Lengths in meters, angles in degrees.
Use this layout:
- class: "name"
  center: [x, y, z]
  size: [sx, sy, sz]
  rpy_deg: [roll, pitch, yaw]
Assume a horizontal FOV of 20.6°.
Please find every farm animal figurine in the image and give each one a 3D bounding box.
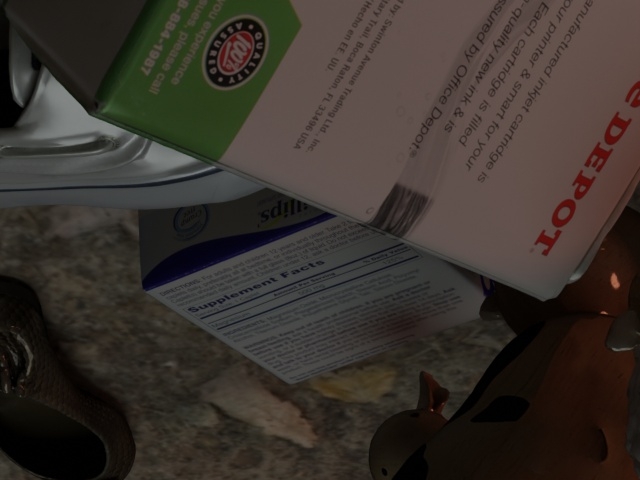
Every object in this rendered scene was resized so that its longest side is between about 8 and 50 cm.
- class: "farm animal figurine"
  center: [0.110, 0.078, 0.772]
  size: [0.172, 0.327, 0.330]
  rpy_deg: [37, 124, 4]

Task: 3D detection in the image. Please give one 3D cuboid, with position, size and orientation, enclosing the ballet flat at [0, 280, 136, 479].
- class: "ballet flat"
  center: [-0.163, 0.103, 1.016]
  size: [0.084, 0.058, 0.250]
  rpy_deg: [-7, 150, 3]

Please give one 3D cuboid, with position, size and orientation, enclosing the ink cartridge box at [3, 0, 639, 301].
- class: "ink cartridge box"
  center: [0.029, -0.091, 0.614]
  size: [0.219, 0.092, 0.160]
  rpy_deg: [22, 104, -39]

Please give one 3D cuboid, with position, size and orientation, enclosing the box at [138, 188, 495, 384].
- class: "box"
  center: [0.000, 0.000, 0.852]
  size: [0.126, 0.072, 0.137]
  rpy_deg: [-21, 147, 23]

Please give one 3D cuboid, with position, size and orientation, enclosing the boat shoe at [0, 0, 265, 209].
- class: "boat shoe"
  center: [-0.099, -0.063, 0.706]
  size: [0.258, 0.095, 0.084]
  rpy_deg: [-12, 154, 9]
